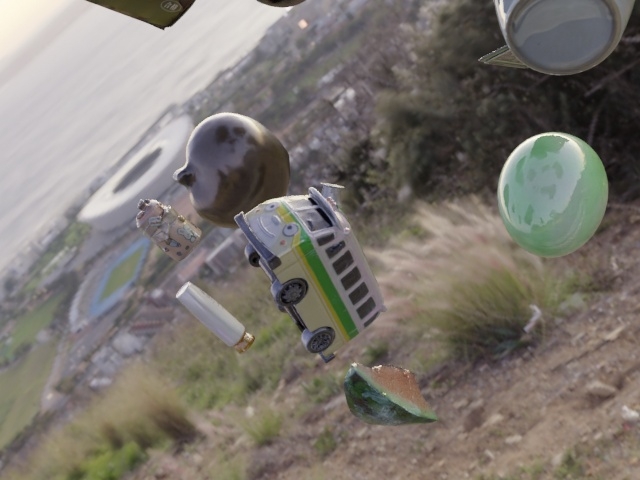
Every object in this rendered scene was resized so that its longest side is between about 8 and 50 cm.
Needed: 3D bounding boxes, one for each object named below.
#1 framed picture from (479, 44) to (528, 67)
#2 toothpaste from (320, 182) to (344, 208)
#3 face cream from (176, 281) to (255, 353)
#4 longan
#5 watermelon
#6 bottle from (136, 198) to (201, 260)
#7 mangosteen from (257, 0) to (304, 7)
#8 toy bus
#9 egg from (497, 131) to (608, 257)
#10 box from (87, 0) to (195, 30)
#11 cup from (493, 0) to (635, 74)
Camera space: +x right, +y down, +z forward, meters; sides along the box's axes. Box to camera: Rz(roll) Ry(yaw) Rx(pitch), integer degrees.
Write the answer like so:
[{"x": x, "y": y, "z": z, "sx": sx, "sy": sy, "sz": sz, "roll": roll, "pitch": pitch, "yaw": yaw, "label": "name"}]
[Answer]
[{"x": 0.483, "y": -0.415, "z": 1.869, "sx": 0.232, "sy": 0.019, "sz": 0.296, "roll": -24, "pitch": -5, "yaw": 31, "label": "framed picture"}, {"x": 0.000, "y": 0.000, "z": 2.070, "sx": 0.096, "sy": 0.061, "sz": 0.266, "roll": 21, "pitch": 100, "yaw": 50, "label": "toothpaste"}, {"x": -0.212, "y": 0.157, "z": 1.810, "sx": 0.051, "sy": 0.182, "sz": 0.072, "roll": -45, "pitch": 17, "yaw": 6, "label": "face cream"}, {"x": -0.216, "y": -0.173, "z": 2.235, "sx": 0.300, "sy": 0.300, "sz": 0.243, "roll": -47, "pitch": 18, "yaw": -10, "label": "longan"}, {"x": 0.082, "y": 0.223, "z": 1.283, "sx": 0.101, "sy": 0.155, "sz": 0.080, "roll": -24, "pitch": 59, "yaw": 27, "label": "watermelon"}, {"x": -0.346, "y": -0.030, "z": 1.975, "sx": 0.099, "sy": 0.152, "sz": 0.099, "roll": -40, "pitch": 23, "yaw": 21, "label": "bottle"}, {"x": -0.078, "y": -0.650, "z": 1.994, "sx": 0.265, "sy": 0.228, "sz": 0.228, "roll": -48, "pitch": 23, "yaw": -12, "label": "mangosteen"}, {"x": -0.009, "y": 0.051, "z": 1.550, "sx": 0.179, "sy": 0.305, "sz": 0.143, "roll": -33, "pitch": 45, "yaw": -5, "label": "toy bus"}, {"x": 0.474, "y": -0.094, "z": 1.828, "sx": 0.220, "sy": 0.220, "sz": 0.269, "roll": -23, "pitch": 45, "yaw": 39, "label": "egg"}, {"x": -0.479, "y": -0.667, "z": 1.841, "sx": 0.138, "sy": 0.420, "sz": 0.373, "roll": -36, "pitch": 60, "yaw": 34, "label": "box"}, {"x": 0.265, "y": -0.340, "z": 1.080, "sx": 0.186, "sy": 0.258, "sz": 0.234, "roll": -48, "pitch": 18, "yaw": 46, "label": "cup"}]
